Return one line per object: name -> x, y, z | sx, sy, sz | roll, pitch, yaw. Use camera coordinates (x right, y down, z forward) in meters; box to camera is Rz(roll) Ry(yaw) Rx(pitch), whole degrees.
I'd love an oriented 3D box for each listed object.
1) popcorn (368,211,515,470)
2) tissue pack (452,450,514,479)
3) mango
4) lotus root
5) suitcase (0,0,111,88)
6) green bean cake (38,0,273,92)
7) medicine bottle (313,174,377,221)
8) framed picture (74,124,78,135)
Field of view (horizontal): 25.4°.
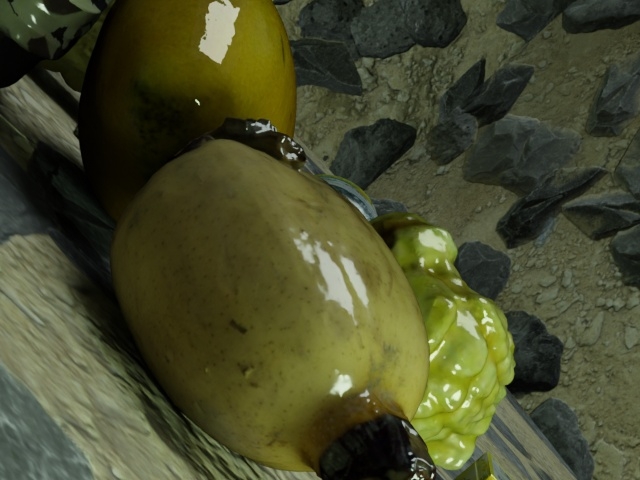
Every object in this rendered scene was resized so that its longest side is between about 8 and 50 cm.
popcorn -> 0.083, 0.101, 1.390 | 0.255, 0.195, 0.256 | 57, 5, -5
tissue pack -> 0.214, 0.317, 1.502 | 0.176, 0.062, 0.095 | 49, 7, -2
mango -> -0.103, -0.106, 1.093 | 0.172, 0.211, 0.317 | 13, -11, -1
lotus root -> -0.018, 0.061, 0.893 | 0.310, 0.183, 0.183 | 53, 7, 36
suitcase -> -0.291, -0.271, 0.996 | 0.351, 0.194, 0.339 | 45, 12, -15
green bean cake -> -0.182, -0.251, 1.360 | 0.233, 0.236, 0.124 | 36, 3, -27
medicine bottle -> 0.000, 0.000, 1.639 | 0.141, 0.141, 0.293 | 48, 6, -3
framed picture -> -0.135, -0.083, 1.445 | 0.232, 0.019, 0.296 | 29, 9, -12
